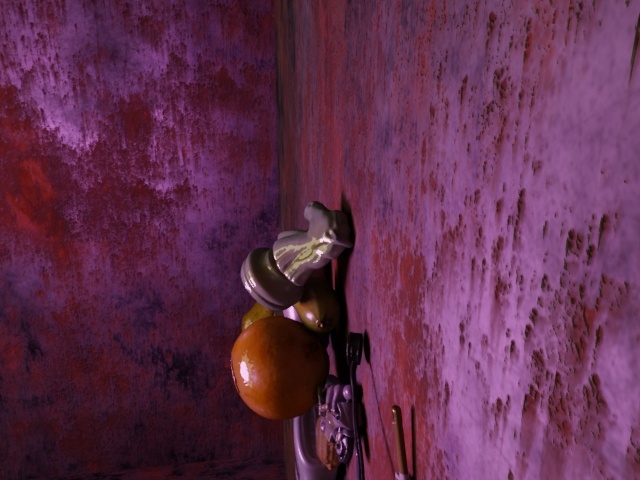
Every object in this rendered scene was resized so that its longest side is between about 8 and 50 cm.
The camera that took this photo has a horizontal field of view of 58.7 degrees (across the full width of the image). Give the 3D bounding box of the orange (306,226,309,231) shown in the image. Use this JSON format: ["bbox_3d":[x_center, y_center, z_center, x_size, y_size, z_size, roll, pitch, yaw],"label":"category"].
[{"bbox_3d":[0.000,0.000,1.461,0.085,0.085,0.095,97,179,-49],"label":"orange"}]

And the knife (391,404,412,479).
[{"bbox_3d":[0.132,0.381,0.894,0.046,0.022,0.256,-174,77,-73],"label":"knife"}]

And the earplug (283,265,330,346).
[{"bbox_3d":[-0.043,0.174,1.612,0.172,0.172,0.301,134,127,-79],"label":"earplug"}]

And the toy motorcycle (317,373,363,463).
[{"bbox_3d":[0.045,0.380,1.287,0.225,0.073,0.152,-125,48,-66],"label":"toy motorcycle"}]

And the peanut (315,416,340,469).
[{"bbox_3d":[0.028,0.498,1.437,0.093,0.083,0.194,-126,32,-50],"label":"peanut"}]

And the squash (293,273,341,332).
[{"bbox_3d":[-0.006,0.169,1.448,0.187,0.123,0.123,-123,32,-71],"label":"squash"}]

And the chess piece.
[{"bbox_3d":[-0.044,0.023,1.353,0.298,0.176,0.176,-43,38,29],"label":"chess piece"}]

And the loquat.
[{"bbox_3d":[-0.106,0.323,1.449,0.263,0.263,0.263,177,90,-82],"label":"loquat"}]

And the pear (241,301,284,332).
[{"bbox_3d":[-0.113,0.222,1.756,0.164,0.255,0.238,106,164,-70],"label":"pear"}]

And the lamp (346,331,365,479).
[{"bbox_3d":[0.097,0.345,1.076,0.371,0.108,0.130,-80,-16,-48],"label":"lamp"}]

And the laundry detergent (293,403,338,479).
[{"bbox_3d":[-0.019,0.635,1.705,0.398,0.124,0.264,93,169,-48],"label":"laundry detergent"}]
